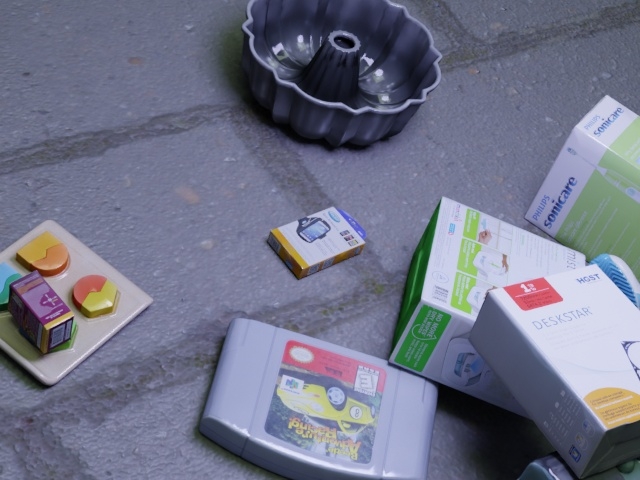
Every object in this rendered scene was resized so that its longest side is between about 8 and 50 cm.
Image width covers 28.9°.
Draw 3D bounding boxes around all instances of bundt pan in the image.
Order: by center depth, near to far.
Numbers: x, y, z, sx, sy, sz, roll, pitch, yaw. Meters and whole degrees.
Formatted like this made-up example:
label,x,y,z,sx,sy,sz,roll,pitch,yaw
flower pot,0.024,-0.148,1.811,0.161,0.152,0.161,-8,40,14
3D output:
label,x,y,z,sx,sy,sz,roll,pitch,yaw
bundt pan,0.022,-0.277,2.001,0.331,0.124,0.330,10,47,-11

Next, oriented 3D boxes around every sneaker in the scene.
label,x,y,z,sx,sy,sz,roll,pitch,yaw
sneaker,0.452,0.114,1.783,0.092,0.087,0.228,-43,107,-45

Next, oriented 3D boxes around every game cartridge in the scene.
label,x,y,z,sx,sy,sz,roll,pitch,yaw
game cartridge,0.003,0.220,1.589,0.294,0.060,0.196,17,49,-4

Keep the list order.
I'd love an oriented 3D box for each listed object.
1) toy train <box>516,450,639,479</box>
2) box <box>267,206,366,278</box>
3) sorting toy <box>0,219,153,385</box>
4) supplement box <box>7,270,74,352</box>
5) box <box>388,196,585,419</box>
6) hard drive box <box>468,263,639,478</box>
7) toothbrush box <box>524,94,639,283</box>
label,x,y,z,sx,sy,sz,roll,pitch,yaw
toy train,0.360,0.311,1.534,0.334,0.190,0.142,-14,55,-29
box,0.000,0.000,1.807,0.136,0.028,0.081,-20,58,-36
sorting toy,-0.349,0.071,1.608,0.193,0.038,0.208,36,47,15
supplement box,-0.347,0.089,1.538,0.043,0.055,0.083,-30,66,-34
box,0.237,0.088,1.707,0.231,0.126,0.262,22,34,-3
hard drive box,0.320,0.150,1.490,0.181,0.089,0.232,-13,47,-30
toothbrush box,0.489,-0.050,1.901,0.283,0.206,0.122,35,47,14
